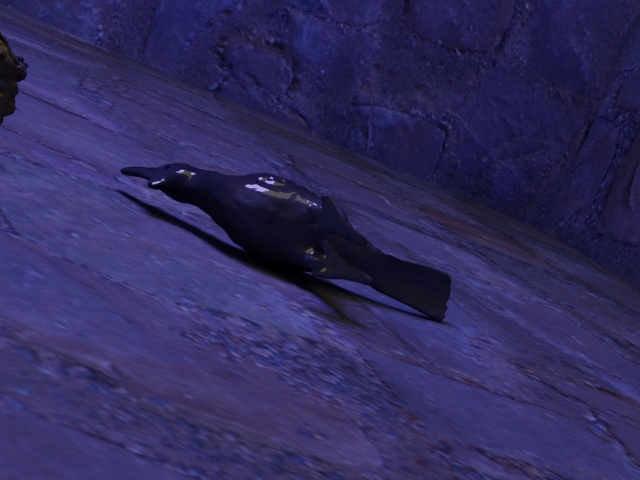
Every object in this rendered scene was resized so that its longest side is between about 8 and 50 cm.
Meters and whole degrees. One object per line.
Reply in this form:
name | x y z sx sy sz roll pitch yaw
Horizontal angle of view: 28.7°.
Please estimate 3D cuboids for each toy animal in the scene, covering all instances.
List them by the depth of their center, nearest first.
toy animal | -0.007 -0.005 1.183 0.367 0.081 0.206 22 -3 -13

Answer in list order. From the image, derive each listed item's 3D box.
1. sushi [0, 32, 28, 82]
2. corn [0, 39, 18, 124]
sushi | -0.405 -0.216 1.362 0.103 0.097 0.226 30 12 36
corn | -0.403 -0.196 1.149 0.344 0.131 0.131 30 10 35
